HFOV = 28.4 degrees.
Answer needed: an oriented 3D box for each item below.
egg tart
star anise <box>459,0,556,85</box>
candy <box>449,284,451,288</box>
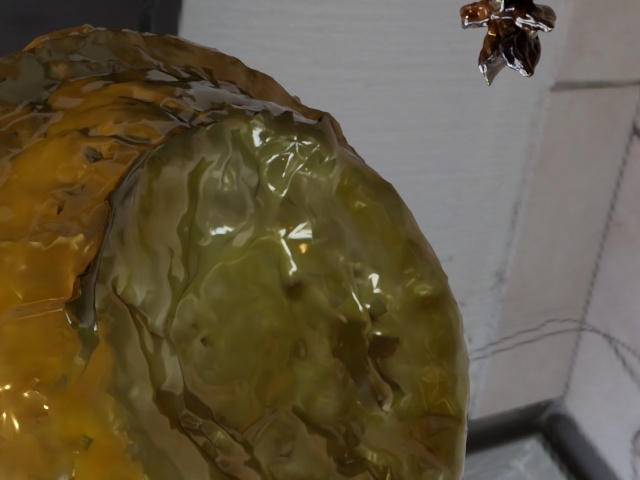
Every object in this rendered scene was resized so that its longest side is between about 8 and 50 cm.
[{"bbox_3d":[-0.033,0.050,0.435,0.115,0.290,0.290,-24,77,45],"label":"egg tart"},{"bbox_3d":[0.180,-0.229,1.219,0.168,0.057,0.168,170,90,-76],"label":"star anise"},{"bbox_3d":[0.000,0.000,0.873,0.097,0.209,0.097,-55,12,18],"label":"candy"}]
